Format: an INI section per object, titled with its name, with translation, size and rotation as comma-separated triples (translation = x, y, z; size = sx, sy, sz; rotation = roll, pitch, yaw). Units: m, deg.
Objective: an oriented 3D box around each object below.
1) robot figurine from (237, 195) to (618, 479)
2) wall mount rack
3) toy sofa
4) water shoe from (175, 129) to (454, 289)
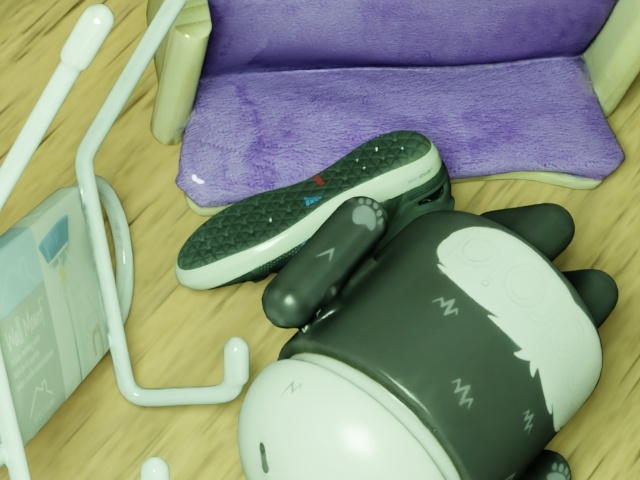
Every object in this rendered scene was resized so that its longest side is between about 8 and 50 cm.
[robot figurine]
translation = 0.070, 0.092, 1.281
size = 0.209, 0.173, 0.278
rotation = 36, 62, 19
[wall mount rack]
translation = -0.129, -0.006, 1.173
size = 0.130, 0.350, 0.304
rotation = -4, 106, 13
[toy sofa]
translation = 0.061, -0.138, 1.401
size = 0.362, 0.150, 0.177
rotation = -4, 64, -14
[water shoe]
translation = 0.000, 0.000, 1.361
size = 0.203, 0.080, 0.073
rotation = -25, 31, 1
